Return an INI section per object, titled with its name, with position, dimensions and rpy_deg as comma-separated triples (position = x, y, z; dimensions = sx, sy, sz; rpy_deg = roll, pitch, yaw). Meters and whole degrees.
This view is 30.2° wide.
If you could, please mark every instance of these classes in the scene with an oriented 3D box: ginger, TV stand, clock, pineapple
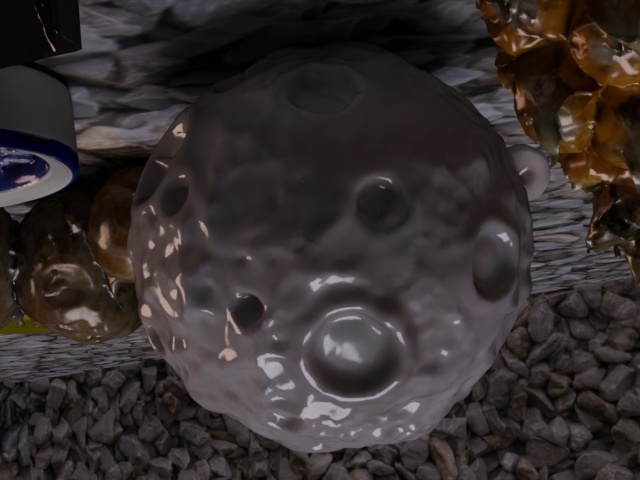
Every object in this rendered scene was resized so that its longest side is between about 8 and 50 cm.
[ginger]
position = -0.327, 0.019, 1.317
dimensions = 0.376, 0.176, 0.256
rpy_deg = -4, 152, -3
[TV stand]
position = -0.288, -0.132, 0.826
dimensions = 0.257, 0.048, 0.040
rpy_deg = -9, 168, 17
[clock]
position = -0.319, -0.084, 0.985
dimensions = 0.231, 0.083, 0.230
rpy_deg = -4, 171, -1
[pineapple]
position = 0.258, -0.103, 0.679
dimensions = 0.344, 0.286, 0.209
rpy_deg = 2, 167, -42

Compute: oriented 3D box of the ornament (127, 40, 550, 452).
[ornament]
position = 0.000, 0.000, 0.977
dimensions = 0.337, 0.336, 0.337
rpy_deg = -6, 169, -1

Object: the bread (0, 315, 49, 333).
[bread]
position = -0.450, 0.060, 1.574
dimensions = 0.166, 0.112, 0.384
rpy_deg = -19, 165, 36
